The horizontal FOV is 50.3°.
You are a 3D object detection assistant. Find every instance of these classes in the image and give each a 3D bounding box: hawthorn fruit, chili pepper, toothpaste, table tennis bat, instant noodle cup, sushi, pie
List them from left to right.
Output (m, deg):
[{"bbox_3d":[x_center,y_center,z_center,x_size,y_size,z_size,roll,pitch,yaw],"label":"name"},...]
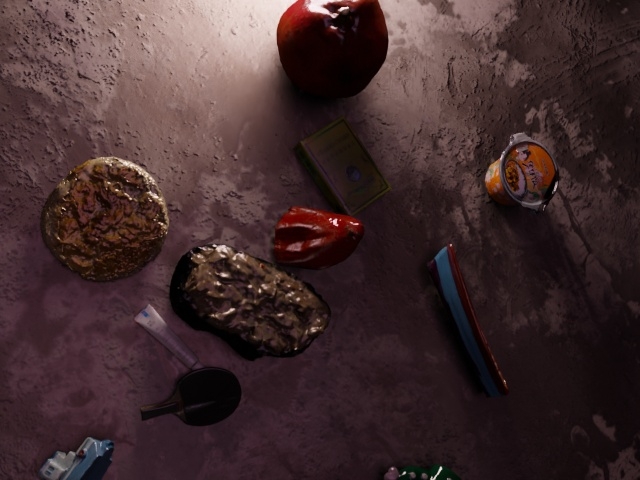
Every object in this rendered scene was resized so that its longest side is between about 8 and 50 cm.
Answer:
[{"bbox_3d":[-0.464,-0.046,1.475,0.274,0.055,0.274,1,86,-16],"label":"pie"},{"bbox_3d":[-0.325,0.223,1.494,0.190,0.031,0.048,46,72,-5],"label":"toothpaste"},{"bbox_3d":[-0.280,0.348,1.482,0.220,0.019,0.130,-12,99,-16],"label":"table tennis bat"},{"bbox_3d":[-0.158,0.138,1.487,0.350,0.171,0.211,29,72,-13],"label":"sushi"},{"bbox_3d":[0.000,0.000,1.526,0.144,0.252,0.136,-39,114,-27],"label":"chili pepper"},{"bbox_3d":[0.038,-0.471,1.577,0.265,0.307,0.265,1,83,-11],"label":"hawthorn fruit"},{"bbox_3d":[0.513,-0.162,1.782,0.177,0.125,0.208,3,81,-17],"label":"instant noodle cup"}]

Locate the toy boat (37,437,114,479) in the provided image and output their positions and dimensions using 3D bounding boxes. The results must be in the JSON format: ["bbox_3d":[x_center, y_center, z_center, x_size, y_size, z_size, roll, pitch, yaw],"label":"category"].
[{"bbox_3d":[-0.512,0.482,1.373,0.102,0.088,0.215,24,72,22],"label":"toy boat"}]

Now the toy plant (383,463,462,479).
[{"bbox_3d":[0.238,0.640,1.575,0.232,0.112,0.243,15,72,-18],"label":"toy plant"}]

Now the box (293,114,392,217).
[{"bbox_3d":[0.055,-0.175,1.664,0.141,0.064,0.220,-34,95,-21],"label":"box"}]

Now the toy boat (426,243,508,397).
[{"bbox_3d":[0.367,0.202,1.691,0.079,0.136,0.392,-24,90,11],"label":"toy boat"}]
